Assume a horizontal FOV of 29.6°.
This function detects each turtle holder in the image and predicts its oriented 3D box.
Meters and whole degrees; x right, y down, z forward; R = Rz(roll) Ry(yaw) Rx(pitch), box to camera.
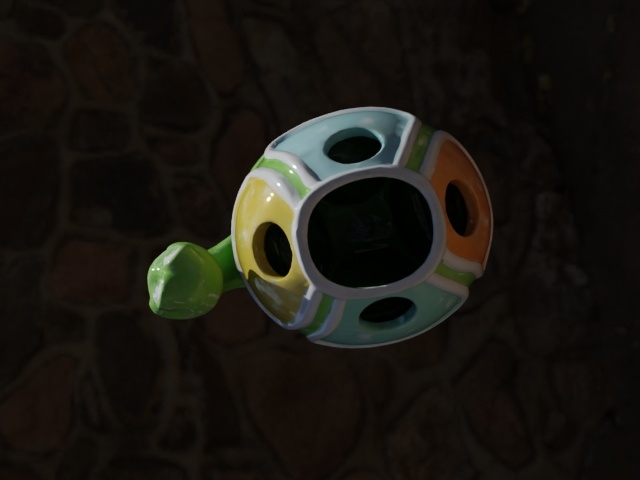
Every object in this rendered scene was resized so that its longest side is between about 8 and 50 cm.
[{"bbox_3d":[0.010,-0.017,1.179,0.227,0.320,0.243,-104,26,-87],"label":"turtle holder"}]
